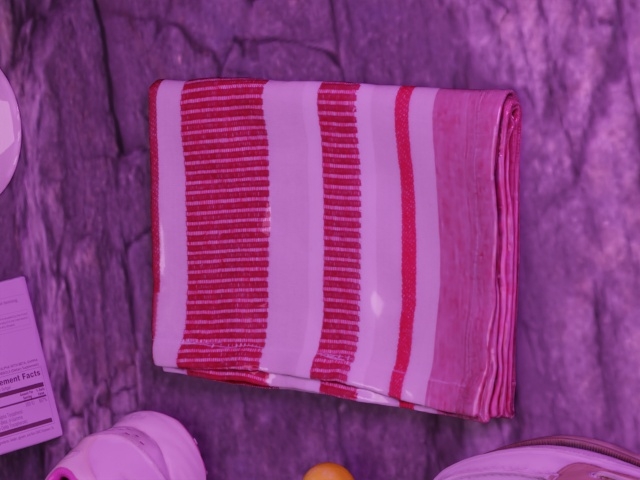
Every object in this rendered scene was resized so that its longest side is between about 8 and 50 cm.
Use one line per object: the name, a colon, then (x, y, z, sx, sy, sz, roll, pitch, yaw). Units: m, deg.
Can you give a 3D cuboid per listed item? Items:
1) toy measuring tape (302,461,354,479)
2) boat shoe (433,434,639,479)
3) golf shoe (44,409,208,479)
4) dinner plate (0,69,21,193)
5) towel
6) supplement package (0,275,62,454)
toy measuring tape: (0.053, 0.318, 1.432, 0.121, 0.121, 0.330, -28, 81, 35)
boat shoe: (0.188, 0.198, 1.322, 0.302, 0.103, 0.113, 1, 97, 36)
golf shoe: (-0.130, 0.290, 1.545, 0.115, 0.140, 0.306, -26, 83, 34)
dinner plate: (-0.312, -0.096, 1.694, 0.141, 0.017, 0.141, 6, 101, 34)
towel: (0.000, 0.000, 1.471, 0.329, 0.037, 0.237, 6, 99, 35)
supplement package: (-0.386, 0.133, 1.627, 0.204, 0.262, 0.145, -14, 89, 36)
